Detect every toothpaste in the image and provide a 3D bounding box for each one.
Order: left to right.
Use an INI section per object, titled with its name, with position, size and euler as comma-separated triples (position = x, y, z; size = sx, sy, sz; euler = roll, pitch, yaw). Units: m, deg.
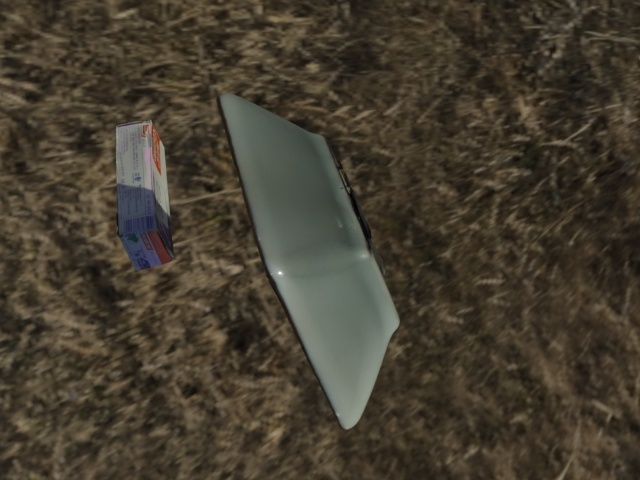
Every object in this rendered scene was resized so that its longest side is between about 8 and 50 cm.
[toothpaste]
position = -0.172, -0.050, 1.227
size = 0.040, 0.196, 0.047
euler = -18, 127, 4

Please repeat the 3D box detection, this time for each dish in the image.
[dish]
position = 0.000, 0.000, 0.992
size = 0.080, 0.243, 0.182
euler = -21, 130, 3
